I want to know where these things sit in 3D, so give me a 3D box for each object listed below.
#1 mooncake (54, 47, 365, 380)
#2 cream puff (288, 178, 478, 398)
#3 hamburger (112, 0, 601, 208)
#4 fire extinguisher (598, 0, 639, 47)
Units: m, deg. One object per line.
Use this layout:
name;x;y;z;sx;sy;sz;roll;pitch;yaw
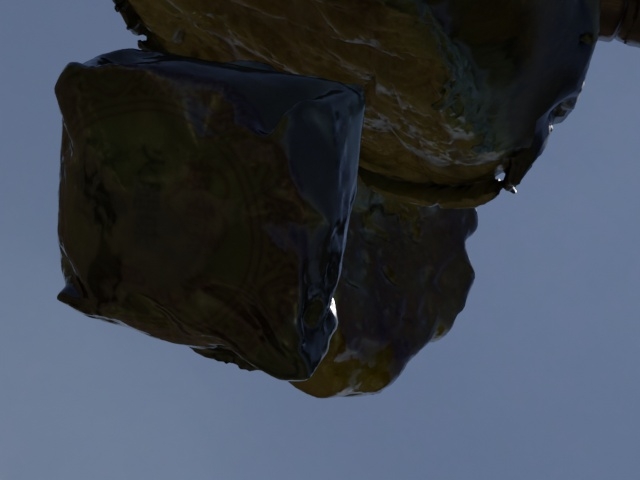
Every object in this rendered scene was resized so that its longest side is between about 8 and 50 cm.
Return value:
mooncake;-0.052;-0.012;0.767;0.130;0.073;0.125;13;-74;22
cream puff;-0.001;-0.002;1.604;0.185;0.282;0.282;-4;-60;48
hamburger;0.017;-0.131;1.001;0.265;0.134;0.285;31;-17;2
fire extinguisher;0.326;-0.153;1.105;0.341;0.141;0.105;9;-7;1
